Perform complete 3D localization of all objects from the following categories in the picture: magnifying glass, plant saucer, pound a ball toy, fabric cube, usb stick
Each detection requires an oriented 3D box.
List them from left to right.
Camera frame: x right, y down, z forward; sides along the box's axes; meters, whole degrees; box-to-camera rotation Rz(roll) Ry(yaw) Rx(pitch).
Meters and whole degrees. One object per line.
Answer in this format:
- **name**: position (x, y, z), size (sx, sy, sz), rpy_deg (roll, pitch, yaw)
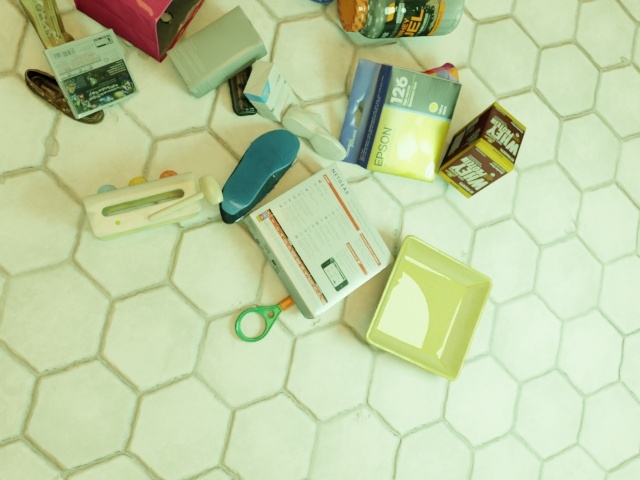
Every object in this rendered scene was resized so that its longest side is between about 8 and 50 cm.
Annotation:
- **fabric cube**: position (-0.457, -0.665, 1.428), size (0.258, 0.259, 0.254), rpy_deg (31, 79, -9)
- **pound a ball toy**: position (-0.423, -0.108, 1.413), size (0.319, 0.208, 0.136), rpy_deg (-17, 90, -16)
- **usb stick**: position (-0.230, -0.491, 1.585), size (0.077, 0.045, 0.278), rpy_deg (-9, 87, -20)
- **magnifying glass**: position (-0.133, 0.200, 1.565), size (0.231, 0.026, 0.092), rpy_deg (-32, 94, -14)
- **plant saucer**: position (0.309, 0.198, 1.648), size (0.332, 0.081, 0.333), rpy_deg (27, 79, -18)

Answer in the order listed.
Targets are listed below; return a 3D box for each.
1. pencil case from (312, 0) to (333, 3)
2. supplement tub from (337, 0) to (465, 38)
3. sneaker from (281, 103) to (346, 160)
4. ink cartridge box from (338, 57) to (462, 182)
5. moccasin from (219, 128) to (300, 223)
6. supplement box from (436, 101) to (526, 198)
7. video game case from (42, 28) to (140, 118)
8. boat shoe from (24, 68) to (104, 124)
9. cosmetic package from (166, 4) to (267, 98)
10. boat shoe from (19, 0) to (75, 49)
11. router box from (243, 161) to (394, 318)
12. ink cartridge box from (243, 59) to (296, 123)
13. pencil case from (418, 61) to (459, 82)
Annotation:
- **pencil case**: position (0.000, -0.853, 1.644), size (0.133, 0.119, 0.306), rpy_deg (5, 84, 13)
- **supplement tub**: position (0.234, -0.705, 1.650), size (0.338, 0.207, 0.207), rpy_deg (-9, 88, -16)
- **sneaker**: position (-0.004, -0.319, 1.620), size (0.212, 0.080, 0.094), rpy_deg (35, 53, -12)
- **ink cartridge box**: position (0.227, -0.343, 1.633), size (0.307, 0.072, 0.304), rpy_deg (8, 109, -18)
- **moccasin**: position (-0.180, -0.181, 1.528), size (0.137, 0.117, 0.342), rpy_deg (37, 53, 4)
- **supplement box**: position (0.476, -0.264, 1.658), size (0.129, 0.191, 0.194), rpy_deg (36, 56, -10)
- **video game case**: position (-0.578, -0.426, 1.430), size (0.190, 0.022, 0.173), rpy_deg (-38, 120, -36)
- **boat shoe**: position (-0.659, -0.369, 1.441), size (0.207, 0.073, 0.073), rpy_deg (26, 77, -13)
- **cosmetic package**: position (-0.275, -0.505, 1.510), size (0.238, 0.107, 0.127), rpy_deg (-31, 89, -2)
- **boat shoe**: position (-0.675, -0.535, 1.433), size (0.089, 0.104, 0.285), rpy_deg (-29, 93, -13)
- **router box**: position (0.000, 0.000, 1.574), size (0.301, 0.082, 0.335), rpy_deg (-33, 94, -21)
- **ink cartridge box**: position (-0.138, -0.406, 1.565), size (0.060, 0.180, 0.104), rpy_deg (16, 79, 21)
- **pencil case**: position (0.304, -0.473, 1.707), size (0.236, 0.104, 0.104), rpy_deg (-16, 90, -17)
